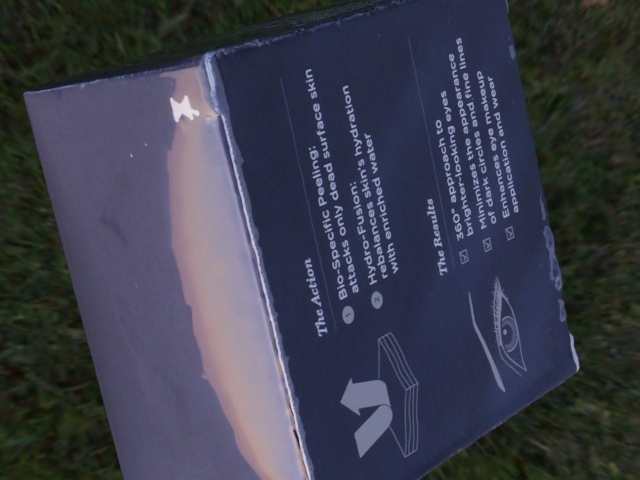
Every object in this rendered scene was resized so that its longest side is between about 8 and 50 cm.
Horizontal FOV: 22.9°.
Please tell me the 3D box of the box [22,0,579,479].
[{"bbox_3d":[0.000,0.000,0.551,0.093,0.158,0.156,-3,104,41],"label":"box"}]
